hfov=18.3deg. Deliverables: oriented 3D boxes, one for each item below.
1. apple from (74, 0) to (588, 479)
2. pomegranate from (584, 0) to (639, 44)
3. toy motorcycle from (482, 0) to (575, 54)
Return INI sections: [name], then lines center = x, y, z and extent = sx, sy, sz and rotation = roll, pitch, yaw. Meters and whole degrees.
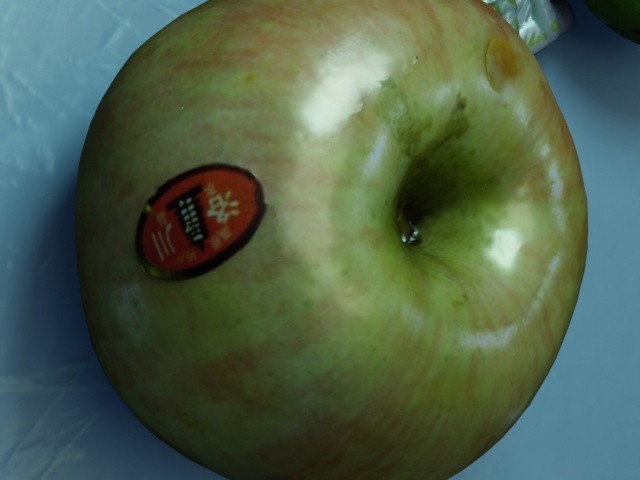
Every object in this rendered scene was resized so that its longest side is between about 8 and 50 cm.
[apple]
center = 0.000, 0.000, 1.456
extent = 0.391, 0.346, 0.392
rotation = 4, 83, -34
[pomegranate]
center = 0.314, -0.263, 1.645
extent = 0.247, 0.202, 0.202
rotation = -23, 99, 14
[toy motorcycle]
center = 0.148, -0.201, 1.688
extent = 0.152, 0.073, 0.225
rotation = 31, 73, -24
